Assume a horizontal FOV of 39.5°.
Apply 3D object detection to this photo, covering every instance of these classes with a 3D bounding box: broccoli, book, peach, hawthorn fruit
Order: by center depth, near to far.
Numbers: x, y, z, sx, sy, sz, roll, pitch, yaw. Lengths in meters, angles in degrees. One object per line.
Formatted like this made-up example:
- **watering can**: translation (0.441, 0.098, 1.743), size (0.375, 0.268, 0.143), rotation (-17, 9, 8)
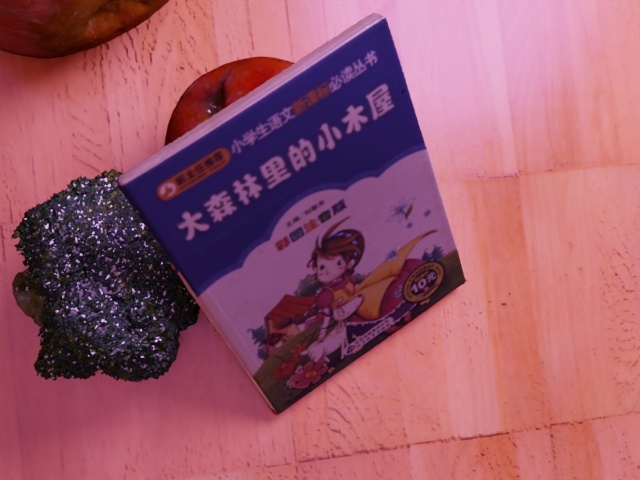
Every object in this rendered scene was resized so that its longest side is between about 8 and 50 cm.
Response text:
- **book**: translation (0.000, 0.000, 0.735), size (0.228, 0.322, 0.018), rotation (-35, 47, -8)
- **peach**: translation (-0.207, -0.266, 0.742), size (0.235, 0.214, 0.214), rotation (-14, 89, -15)
- **broccoli**: translation (-0.182, 0.030, 0.750), size (0.156, 0.195, 0.196), rotation (2, 85, 30)
- **hawthorn fruit**: translation (-0.053, -0.074, 0.766), size (0.172, 0.173, 0.173), rotation (0, 87, -8)
